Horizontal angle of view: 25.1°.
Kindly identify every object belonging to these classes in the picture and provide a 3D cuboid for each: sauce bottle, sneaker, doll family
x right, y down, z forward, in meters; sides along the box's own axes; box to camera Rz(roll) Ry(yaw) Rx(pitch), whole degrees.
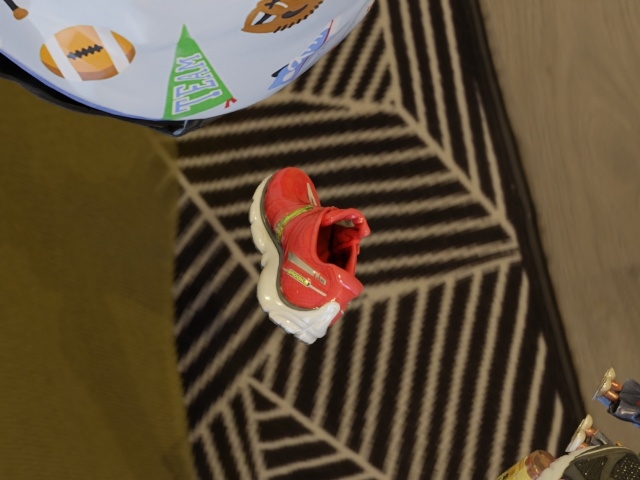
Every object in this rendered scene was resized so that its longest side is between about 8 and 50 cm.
[{"bbox_3d":[0.189,0.256,1.447,0.128,0.042,0.042,-46,72,38],"label":"sauce bottle"},{"bbox_3d":[0.146,0.164,0.752,0.077,0.178,0.072,-24,102,37],"label":"sneaker"},{"bbox_3d":[0.000,0.000,1.550,0.118,0.107,0.279,-40,31,19],"label":"sneaker"},{"bbox_3d":[0.286,0.178,1.275,0.111,0.193,0.076,29,130,10],"label":"doll family"}]

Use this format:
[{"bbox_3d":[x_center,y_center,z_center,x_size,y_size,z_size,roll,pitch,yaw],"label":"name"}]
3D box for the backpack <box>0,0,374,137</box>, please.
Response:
[{"bbox_3d":[-0.063,-0.182,0.485,0.263,0.213,0.276,47,50,-7],"label":"backpack"}]
